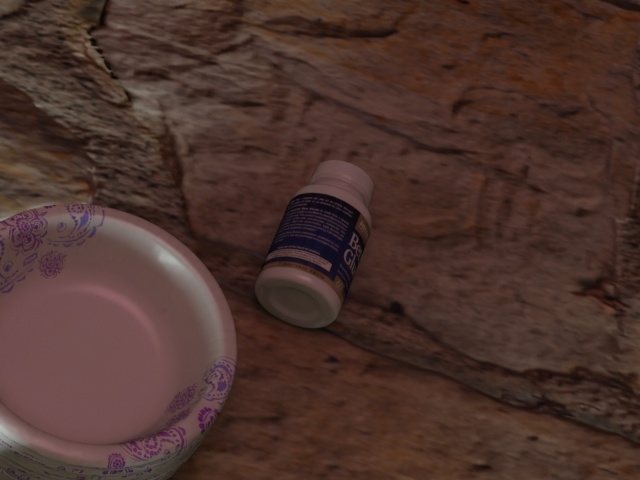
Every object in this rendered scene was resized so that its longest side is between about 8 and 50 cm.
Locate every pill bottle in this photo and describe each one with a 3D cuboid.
[{"bbox_3d":[0.000,0.000,1.826,0.094,0.094,0.169,21,57,0],"label":"pill bottle"}]

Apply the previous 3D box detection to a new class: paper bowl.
[{"bbox_3d":[-0.232,0.118,1.656,0.284,0.148,0.284,11,53,-15],"label":"paper bowl"}]
